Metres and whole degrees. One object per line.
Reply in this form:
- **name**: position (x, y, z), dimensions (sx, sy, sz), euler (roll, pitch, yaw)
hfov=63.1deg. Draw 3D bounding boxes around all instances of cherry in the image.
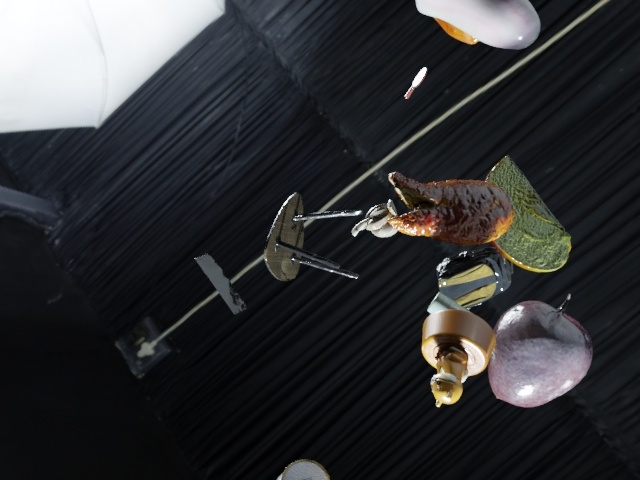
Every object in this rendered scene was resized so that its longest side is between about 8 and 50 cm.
- **cherry**: position (0.451, 0.226, 1.075), dimensions (0.213, 0.266, 0.183), euler (25, -165, -33)

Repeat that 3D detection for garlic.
- **garlic**: position (0.212, -0.059, 1.972), dimensions (0.127, 0.194, 0.131), euler (59, -173, -23)

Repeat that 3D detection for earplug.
- **earplug**: position (0.396, -0.560, 1.249), dimensions (0.301, 0.172, 0.172), euler (44, -176, 24)

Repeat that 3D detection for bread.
- **bread**: position (0.257, -0.063, 1.005), dimensions (0.268, 0.095, 0.140), euler (7, -116, -21)

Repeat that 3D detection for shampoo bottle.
- **shampoo bottle**: position (0.340, 0.193, 1.192), dimensions (0.195, 0.056, 0.056), euler (33, -177, 12)

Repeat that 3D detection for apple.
- **apple**: position (0.579, -0.063, 1.523), dimensions (0.346, 0.179, 0.254), euler (57, -149, 8)

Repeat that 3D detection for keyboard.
- **keyboard**: position (-0.285, 0.125, 1.489), dimensions (0.197, 0.015, 0.074), euler (53, -152, 5)

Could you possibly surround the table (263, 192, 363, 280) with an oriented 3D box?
- **table**: position (0.000, 0.000, 1.762), dimensions (0.248, 0.318, 0.317), euler (9, 172, 19)

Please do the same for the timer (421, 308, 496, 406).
- **timer**: position (0.229, 0.218, 0.911), dimensions (0.132, 0.132, 0.152), euler (48, -136, -19)

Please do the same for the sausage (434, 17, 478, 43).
- **sausage**: position (0.375, -0.672, 1.478), dimensions (0.258, 0.133, 0.133), euler (49, -174, 5)

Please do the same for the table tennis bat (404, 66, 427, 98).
- **table tennis bat**: position (0.425, -0.698, 2.309), dimensions (0.019, 0.155, 0.098), euler (27, -151, -16)

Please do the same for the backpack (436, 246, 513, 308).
- **backpack**: position (0.510, 0.117, 1.716), dimensions (0.133, 0.258, 0.206), euler (-95, -17, -64)

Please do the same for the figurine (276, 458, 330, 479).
- **figurine**: position (-0.039, 0.587, 1.109), dimensions (0.190, 0.142, 0.264), euler (-109, 20, -52)
